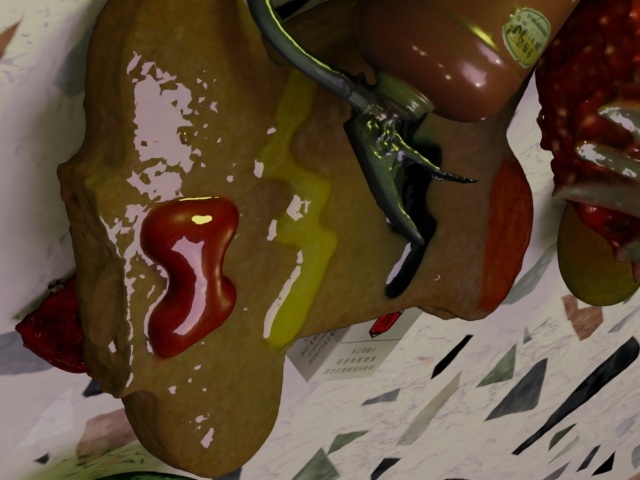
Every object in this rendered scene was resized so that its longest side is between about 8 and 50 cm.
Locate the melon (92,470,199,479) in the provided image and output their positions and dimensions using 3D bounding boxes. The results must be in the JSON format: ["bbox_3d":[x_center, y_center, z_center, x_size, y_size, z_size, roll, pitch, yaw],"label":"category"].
[{"bbox_3d":[-0.191,0.275,1.329,0.265,0.129,0.169,5,107,-50],"label":"melon"}]

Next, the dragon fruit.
[{"bbox_3d":[-0.127,0.058,1.082,0.162,0.106,0.083,-38,154,-8],"label":"dragon fruit"}]

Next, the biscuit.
[{"bbox_3d":[0.011,-0.026,1.017,0.394,0.076,0.368,-19,122,-35],"label":"biscuit"}]

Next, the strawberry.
[{"bbox_3d":[0.290,-0.128,1.056,0.343,0.292,0.292,-76,-169,-52],"label":"strawberry"}]

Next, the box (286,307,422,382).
[{"bbox_3d":[0.048,0.065,1.375,0.100,0.048,0.152,-1,136,-53],"label":"box"}]

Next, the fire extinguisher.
[{"bbox_3d":[0.093,-0.202,0.915,0.376,0.200,0.113,-56,177,-3],"label":"fire extinguisher"}]

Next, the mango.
[{"bbox_3d":[0.318,-0.031,1.473,0.146,0.129,0.289,-27,156,-43],"label":"mango"}]
